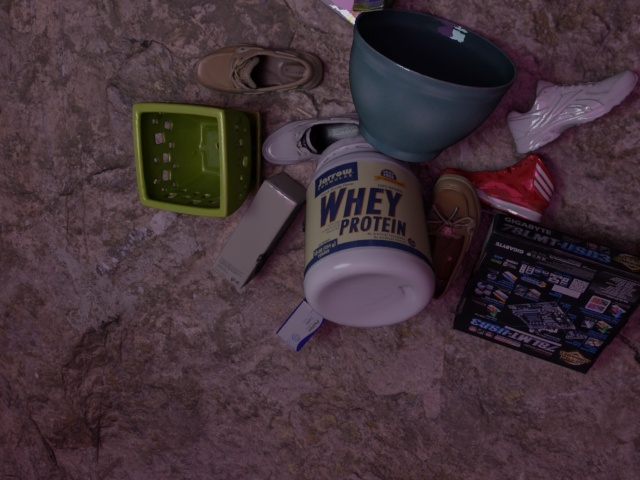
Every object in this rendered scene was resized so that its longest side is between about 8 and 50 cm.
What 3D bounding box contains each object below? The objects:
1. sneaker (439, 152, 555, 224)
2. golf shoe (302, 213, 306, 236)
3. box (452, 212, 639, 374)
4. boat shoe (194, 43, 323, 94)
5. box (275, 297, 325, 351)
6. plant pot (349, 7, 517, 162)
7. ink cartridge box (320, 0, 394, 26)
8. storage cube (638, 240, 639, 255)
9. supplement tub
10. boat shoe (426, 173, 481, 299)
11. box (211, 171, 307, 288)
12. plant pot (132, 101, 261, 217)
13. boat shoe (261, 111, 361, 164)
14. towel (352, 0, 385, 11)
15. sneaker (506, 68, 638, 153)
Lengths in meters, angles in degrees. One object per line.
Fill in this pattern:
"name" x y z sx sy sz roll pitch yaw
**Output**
"sneaker" 0.365 -0.130 1.017 0.221 0.087 0.128 26 96 9
"golf shoe" 0.000 0.000 1.178 0.077 0.093 0.198 0 133 2
"box" 0.451 0.116 1.011 0.296 0.073 0.293 18 134 14
"boat shoe" -0.149 -0.370 1.083 0.303 0.098 0.109 7 110 16
"box" -0.024 0.178 1.202 0.072 0.137 0.126 39 115 4
"plant pot" 0.180 -0.271 0.925 0.293 0.293 0.196 25 134 9
"ink cartridge box" 0.043 -0.553 0.959 0.255 0.097 0.188 38 115 3
"storage cube" 0.718 0.087 0.887 0.193 0.215 0.183 -12 103 15
"supplement tub" 0.087 -0.022 0.967 0.236 0.324 0.235 0 143 0
"boat shoe" 0.265 0.000 1.028 0.105 0.089 0.285 13 130 27
"box" -0.142 -0.023 1.192 0.094 0.113 0.275 38 116 3
"plant pot" -0.256 -0.194 1.115 0.227 0.207 0.228 10 111 20
"boat shoe" -0.018 -0.219 1.095 0.268 0.088 0.096 -5 106 20
"towel" 0.089 -0.440 0.894 0.060 0.083 0.009 2 151 16
"sneaker" 0.455 -0.260 0.925 0.232 0.090 0.115 -29 93 24
